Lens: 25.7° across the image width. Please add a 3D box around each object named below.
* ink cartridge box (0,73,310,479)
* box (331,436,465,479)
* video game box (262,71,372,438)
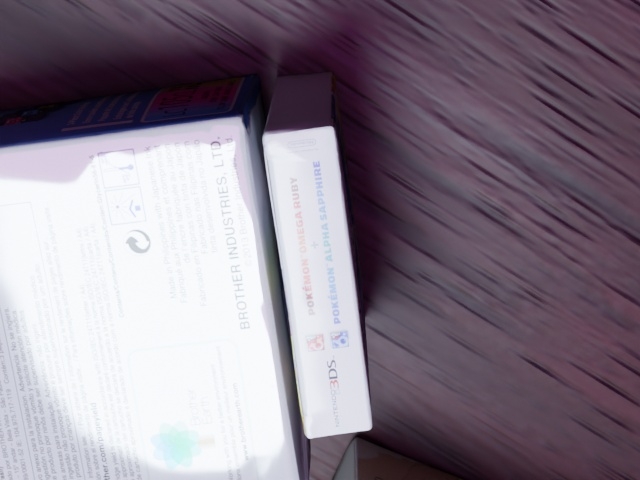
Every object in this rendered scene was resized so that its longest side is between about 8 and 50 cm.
[{"bbox_3d":[-0.218,0.053,0.943,0.395,0.151,0.270,-8,105,2],"label":"ink cartridge box"},{"bbox_3d":[0.141,0.271,0.997,0.311,0.148,0.121,22,105,-6],"label":"box"},{"bbox_3d":[0.000,0.000,0.893,0.048,0.205,0.187,-5,106,2],"label":"video game box"}]
